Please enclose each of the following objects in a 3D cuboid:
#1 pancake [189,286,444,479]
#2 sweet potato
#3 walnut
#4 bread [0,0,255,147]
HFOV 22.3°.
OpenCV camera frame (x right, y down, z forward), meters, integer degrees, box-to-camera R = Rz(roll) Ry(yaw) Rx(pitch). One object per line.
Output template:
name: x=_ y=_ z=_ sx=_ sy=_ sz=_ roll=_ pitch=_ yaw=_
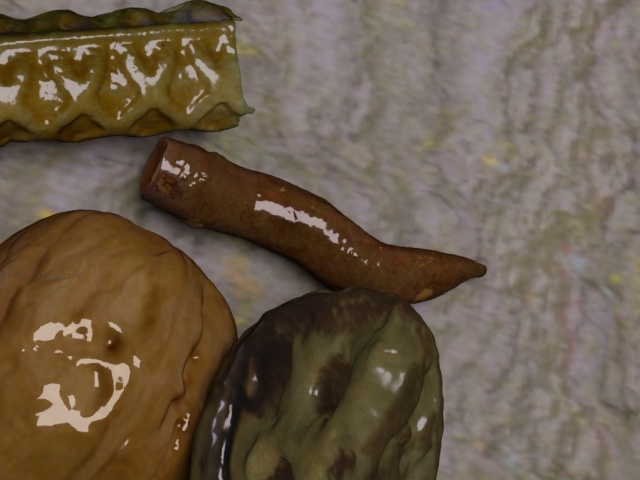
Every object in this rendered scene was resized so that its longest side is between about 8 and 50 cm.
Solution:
pancake: x=-0.002 y=0.164 z=1.088 sx=0.294 sy=0.049 sz=0.294 roll=-18 pitch=111 yaw=-57
sweet potato: x=0.000 y=0.000 z=1.186 sx=0.281 sy=0.067 sz=0.059 roll=25 pitch=111 yaw=-20
walnut: x=-0.155 y=0.090 z=1.046 sx=0.195 sy=0.195 sz=0.222 roll=30 pitch=67 yaw=-13
bread: x=-0.184 y=-0.114 z=1.123 sx=0.269 sy=0.087 sz=0.098 roll=-6 pitch=83 yaw=-21
